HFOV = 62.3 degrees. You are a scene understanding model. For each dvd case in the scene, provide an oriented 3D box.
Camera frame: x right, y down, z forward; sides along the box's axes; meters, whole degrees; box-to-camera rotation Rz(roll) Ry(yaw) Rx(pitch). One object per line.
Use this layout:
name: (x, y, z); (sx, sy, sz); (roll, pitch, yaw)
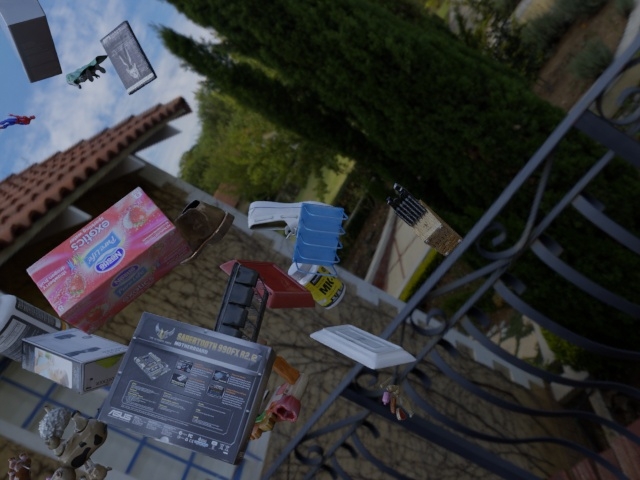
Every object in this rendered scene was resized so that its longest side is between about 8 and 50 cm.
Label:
dvd case: (-0.716, -0.677, 1.974); (0.164, 0.221, 0.018); (-17, 16, 34)

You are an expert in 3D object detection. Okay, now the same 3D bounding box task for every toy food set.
toy food set: (0.206, 0.447, 1.473); (0.078, 0.122, 0.019); (-21, -9, -45)

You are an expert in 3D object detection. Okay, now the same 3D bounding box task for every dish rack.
dish rack: (-0.191, 0.190, 1.351); (0.271, 0.074, 0.208); (83, -159, -71)

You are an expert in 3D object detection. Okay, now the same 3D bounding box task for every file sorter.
file sorter: (0.000, 0.000, 1.420); (0.104, 0.118, 0.170); (-117, 36, -70)

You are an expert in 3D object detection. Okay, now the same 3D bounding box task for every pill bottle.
pill bottle: (-0.015, 0.155, 1.999); (0.119, 0.208, 0.119); (-43, 19, 19)
pill bottle: (-0.913, 0.260, 1.578); (0.162, 0.278, 0.162); (-25, 43, 25)

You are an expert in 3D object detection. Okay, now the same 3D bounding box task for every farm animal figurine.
farm animal figurine: (-0.778, 0.702, 1.678); (0.172, 0.330, 0.327); (25, 85, 38)

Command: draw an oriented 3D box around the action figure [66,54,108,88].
action figure: (-0.771, -0.536, 1.721); (0.137, 0.064, 0.232); (-45, 33, -25)

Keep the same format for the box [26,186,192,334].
box: (-0.464, 0.047, 1.194); (0.300, 0.154, 0.142); (-40, -21, -14)

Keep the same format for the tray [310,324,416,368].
tray: (0.104, 0.264, 1.363); (0.270, 0.145, 0.030); (14, 103, 54)

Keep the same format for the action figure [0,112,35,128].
action figure: (-0.890, -0.347, 1.538); (0.038, 0.115, 0.030); (106, 145, -58)

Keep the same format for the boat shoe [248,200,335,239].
boat shoe: (-0.112, -0.065, 2.103); (0.136, 0.366, 0.157); (90, -176, -63)

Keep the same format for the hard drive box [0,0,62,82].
hard drive box: (-0.730, -0.533, 1.295); (0.089, 0.181, 0.232); (-28, -8, -23)

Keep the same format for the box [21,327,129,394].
box: (-0.677, 0.329, 1.480); (0.169, 0.289, 0.087); (-5, -79, -56)

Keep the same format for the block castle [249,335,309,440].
block castle: (-0.281, 0.543, 1.868); (0.453, 0.303, 0.213); (-32, 19, 43)

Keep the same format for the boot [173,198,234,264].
boot: (-0.340, -0.026, 1.408); (0.305, 0.115, 0.112); (-33, 30, 51)

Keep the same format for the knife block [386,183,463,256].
knife block: (0.354, -0.082, 1.865); (0.088, 0.275, 0.242); (-46, 51, 15)

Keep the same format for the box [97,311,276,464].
box: (-0.209, 0.233, 0.848); (0.056, 0.230, 0.183); (84, -159, -65)

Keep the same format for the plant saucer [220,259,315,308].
plant saucer: (-0.166, 0.138, 1.780); (0.259, 0.258, 0.048); (10, -69, -56)
